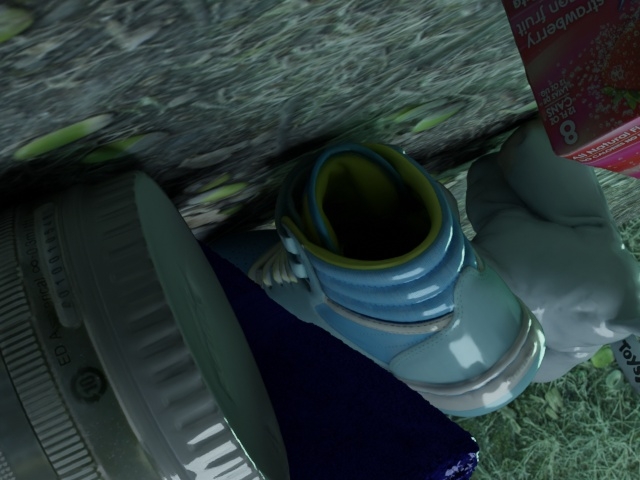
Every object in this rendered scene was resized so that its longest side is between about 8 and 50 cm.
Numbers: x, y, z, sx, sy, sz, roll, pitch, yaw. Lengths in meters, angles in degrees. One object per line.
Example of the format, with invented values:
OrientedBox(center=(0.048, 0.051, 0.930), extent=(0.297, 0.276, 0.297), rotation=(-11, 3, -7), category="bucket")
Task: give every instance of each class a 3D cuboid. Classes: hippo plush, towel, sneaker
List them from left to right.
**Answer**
OrientedBox(center=(-0.079, 0.130, 1.121), extent=(0.227, 0.308, 0.076), rotation=(-51, 147, -10), category="towel")
OrientedBox(center=(0.000, 0.000, 1.298), extent=(0.319, 0.208, 0.127), rotation=(12, -123, 42), category="sneaker")
OrientedBox(center=(0.132, 0.053, 1.512), extent=(0.236, 0.294, 0.234), rotation=(-12, 147, -25), category="hippo plush")

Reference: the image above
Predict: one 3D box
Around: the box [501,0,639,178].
OrientedBox(center=(0.229, -0.135, 0.874), extent=(0.257, 0.123, 0.128), rotation=(-28, 157, 33), category="box")

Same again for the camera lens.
OrientedBox(center=(-0.181, 0.106, 0.998), extent=(0.274, 0.219, 0.219), rotation=(-25, 173, 5), category="camera lens")
